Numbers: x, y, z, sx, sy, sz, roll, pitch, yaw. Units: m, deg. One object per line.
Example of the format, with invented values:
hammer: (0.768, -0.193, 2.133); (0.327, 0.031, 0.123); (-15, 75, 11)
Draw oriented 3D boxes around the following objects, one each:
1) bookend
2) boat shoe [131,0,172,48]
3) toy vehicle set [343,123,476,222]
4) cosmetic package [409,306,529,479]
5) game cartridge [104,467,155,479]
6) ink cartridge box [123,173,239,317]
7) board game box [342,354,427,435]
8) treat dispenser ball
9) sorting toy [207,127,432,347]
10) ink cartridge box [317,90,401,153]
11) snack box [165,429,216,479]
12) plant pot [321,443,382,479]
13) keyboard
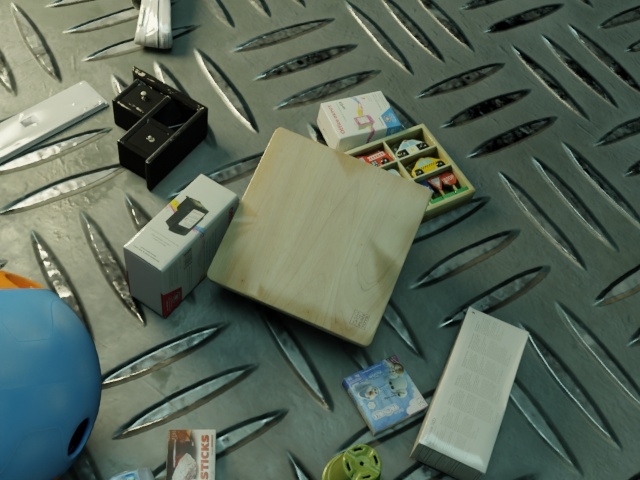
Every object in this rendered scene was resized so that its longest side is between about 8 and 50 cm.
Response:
bookend: (-0.295, -0.189, 1.362); (0.157, 0.072, 0.156); (31, 57, 13)
boat shoe: (-0.318, -0.457, 1.537); (0.076, 0.083, 0.226); (-1, 56, -11)
toy vehicle set: (0.108, -0.090, 1.383); (0.267, 0.035, 0.166); (-23, 62, -23)
cosmetic package: (0.215, 0.218, 1.171); (0.099, 0.060, 0.239); (25, 55, 6)
game cartridge: (-0.250, 0.325, 1.047); (0.083, 0.017, 0.056); (-19, 57, -21)
ink cartridge box: (-0.202, 0.007, 1.208); (0.072, 0.127, 0.175); (31, 55, 15)
board game box: (0.092, 0.220, 1.174); (0.090, 0.020, 0.090); (-22, 63, -23)
treat dispenser ball: (-0.405, 0.176, 0.958); (0.288, 0.288, 0.288); (4, 55, -6)
sorting toy: (0.000, 0.000, 1.236); (0.255, 0.089, 0.257); (23, 75, 4)
ink cartridge box: (0.066, -0.206, 1.447); (0.122, 0.052, 0.088); (-16, 60, -18)
snack box: (-0.168, 0.330, 1.053); (0.064, 0.022, 0.178); (3, 55, -9)
plant pot: (0.047, 0.305, 1.072); (0.083, 0.079, 0.083); (4, 56, -6)
keyboard: (-0.481, -0.193, 1.373); (0.072, 0.014, 0.256); (39, 58, 23)
